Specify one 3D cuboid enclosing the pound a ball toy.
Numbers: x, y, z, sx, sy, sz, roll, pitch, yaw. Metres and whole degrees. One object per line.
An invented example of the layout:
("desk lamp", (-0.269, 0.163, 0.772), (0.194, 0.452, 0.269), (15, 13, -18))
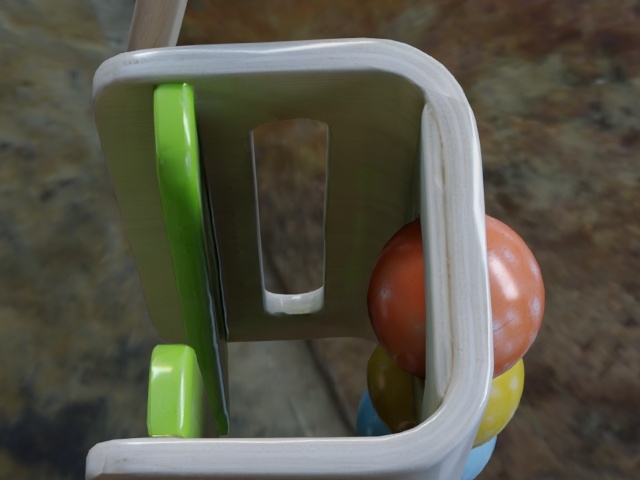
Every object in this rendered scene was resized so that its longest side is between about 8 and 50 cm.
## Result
("pound a ball toy", (0.000, 0.000, 0.631), (0.135, 0.319, 0.208), (-1, 70, -1))
